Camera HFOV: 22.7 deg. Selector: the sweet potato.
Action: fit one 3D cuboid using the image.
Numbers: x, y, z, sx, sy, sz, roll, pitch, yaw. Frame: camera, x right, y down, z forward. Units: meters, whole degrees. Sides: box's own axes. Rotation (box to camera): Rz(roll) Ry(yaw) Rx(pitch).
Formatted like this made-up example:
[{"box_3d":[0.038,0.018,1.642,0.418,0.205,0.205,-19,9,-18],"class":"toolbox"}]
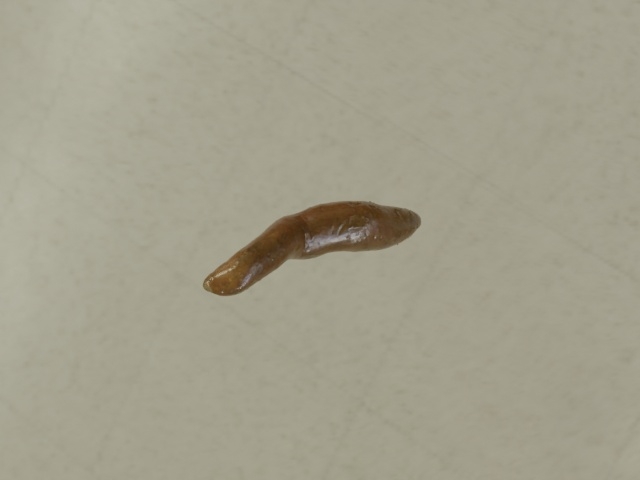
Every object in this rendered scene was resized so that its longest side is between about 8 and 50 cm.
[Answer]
[{"box_3d":[-0.003,-0.002,1.041,0.044,0.179,0.044,21,117,48],"class":"sweet potato"}]
